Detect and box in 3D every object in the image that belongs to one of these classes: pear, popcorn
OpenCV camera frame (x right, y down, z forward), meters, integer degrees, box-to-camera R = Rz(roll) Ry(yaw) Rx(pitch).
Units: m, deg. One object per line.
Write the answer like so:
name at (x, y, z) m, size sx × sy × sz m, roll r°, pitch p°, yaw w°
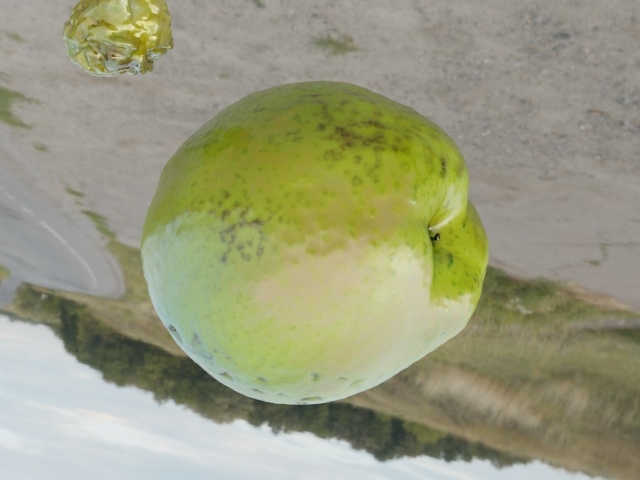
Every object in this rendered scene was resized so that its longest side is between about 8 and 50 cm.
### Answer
pear at (0.000, 0.000, 0.858) m, size 0.391 × 0.391 × 0.391 m, roll 14°, pitch 169°, yaw 3°
popcorn at (-0.210, -0.221, 0.803) m, size 0.106 × 0.121 × 0.116 m, roll 40°, pitch -172°, yaw -38°
